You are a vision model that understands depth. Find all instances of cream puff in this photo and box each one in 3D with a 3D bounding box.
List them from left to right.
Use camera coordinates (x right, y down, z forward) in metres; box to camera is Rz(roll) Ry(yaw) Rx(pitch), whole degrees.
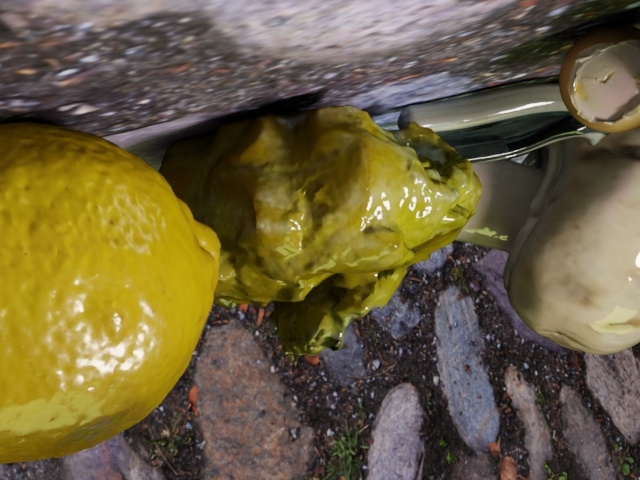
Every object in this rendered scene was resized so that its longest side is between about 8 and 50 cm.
[{"bbox_3d":[0.001,0.000,0.855,0.282,0.185,0.282,-3,173,0],"label":"cream puff"}]

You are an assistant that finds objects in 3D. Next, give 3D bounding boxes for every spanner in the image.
[{"bbox_3d":[0.223,-0.117,0.973,0.325,0.040,0.095,-12,154,-8],"label":"spanner"}]

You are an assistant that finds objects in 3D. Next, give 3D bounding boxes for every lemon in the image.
[{"bbox_3d":[-0.177,0.031,0.637,0.260,0.204,0.204,-11,176,-32],"label":"lemon"}]

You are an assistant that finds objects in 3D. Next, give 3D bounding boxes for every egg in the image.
[{"bbox_3d":[0.218,-0.120,0.785,0.080,0.080,0.096,-15,-169,25],"label":"egg"}]

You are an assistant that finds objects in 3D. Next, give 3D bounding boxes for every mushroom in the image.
[{"bbox_3d":[0.253,-0.036,1.175,0.336,0.314,0.314,19,177,0],"label":"mushroom"}]

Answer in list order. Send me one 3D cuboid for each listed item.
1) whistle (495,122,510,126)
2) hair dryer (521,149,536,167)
[{"bbox_3d":[0.199,-0.127,1.017,0.083,0.029,0.033,-29,162,37],"label":"whistle"},{"bbox_3d":[0.396,-0.140,1.566,0.199,0.067,0.167,-24,174,-12],"label":"hair dryer"}]
